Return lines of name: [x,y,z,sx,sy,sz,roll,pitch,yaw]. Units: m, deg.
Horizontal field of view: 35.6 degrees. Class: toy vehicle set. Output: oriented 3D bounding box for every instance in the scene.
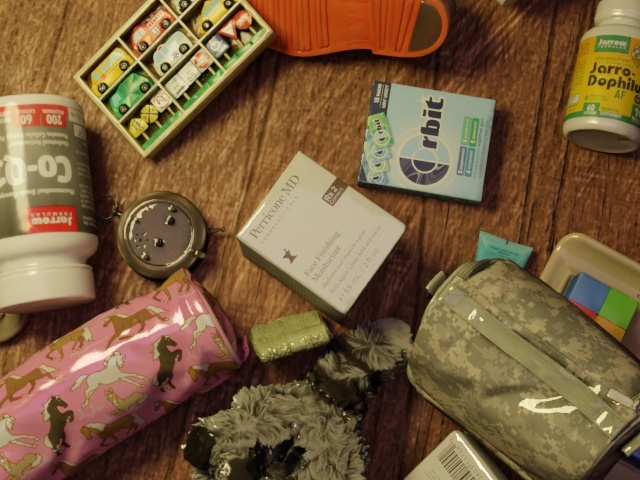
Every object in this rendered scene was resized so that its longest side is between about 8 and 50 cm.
toy vehicle set: [-0.213,-0.270,1.461,0.267,0.035,0.166,-43,84,8]

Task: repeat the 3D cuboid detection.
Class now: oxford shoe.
oxford shoe: [0.022,-0.351,1.486,0.364,0.132,0.130,12,125,12]

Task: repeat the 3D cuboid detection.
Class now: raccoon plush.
raccoon plush: [-0.031,0.330,1.374,0.446,0.299,0.216,-25,64,-36]

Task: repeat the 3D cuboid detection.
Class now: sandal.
sandal: [-0.510,0.105,1.425,0.180,0.049,0.072,10,81,0]

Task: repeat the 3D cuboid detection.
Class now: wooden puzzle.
wooden puzzle: [0.420,0.204,1.412,0.322,0.080,0.347,29,82,3]

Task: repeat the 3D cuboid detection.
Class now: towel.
towel: [-0.044,0.129,1.383,0.110,0.148,0.027,-17,101,-5]

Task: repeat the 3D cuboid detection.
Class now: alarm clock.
alarm clock: [-0.247,-0.015,1.444,0.192,0.064,0.129,26,82,6]

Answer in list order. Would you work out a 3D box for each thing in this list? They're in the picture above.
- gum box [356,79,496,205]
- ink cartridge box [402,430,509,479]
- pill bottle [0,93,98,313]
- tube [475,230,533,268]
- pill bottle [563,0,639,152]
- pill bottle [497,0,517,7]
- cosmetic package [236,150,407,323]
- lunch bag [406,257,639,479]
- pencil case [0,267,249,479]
gum box: [0.156,-0.145,1.479,0.184,0.041,0.157,9,82,-1]
ink cartridge box: [0.183,0.446,1.309,0.261,0.066,0.296,-46,52,11]
pill bottle: [-0.398,-0.048,1.394,0.161,0.161,0.283,-9,82,-2]
tube: [0.243,0.093,1.444,0.080,0.052,0.207,19,77,0]
pill bottle: [0.432,-0.244,1.461,0.118,0.117,0.208,14,81,1]
pill bottle: [0.233,-0.486,1.477,0.153,0.153,0.264,-38,85,-6]
cosmetic package: [0.000,0.000,1.398,0.184,0.151,0.151,35,81,4]
lunch bag: [0.265,0.172,1.247,0.305,0.256,0.212,39,85,21]
pencil case: [-0.289,0.198,1.362,0.386,0.167,0.160,-33,55,-5]
